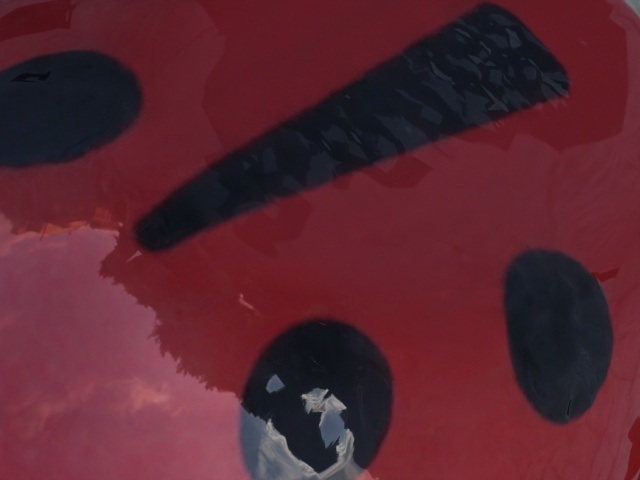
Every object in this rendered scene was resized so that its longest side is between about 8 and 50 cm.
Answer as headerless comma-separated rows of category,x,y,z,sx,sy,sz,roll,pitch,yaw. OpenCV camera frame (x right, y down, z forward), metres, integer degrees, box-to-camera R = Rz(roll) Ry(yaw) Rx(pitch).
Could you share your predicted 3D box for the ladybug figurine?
ladybug figurine,0.000,0.000,0.542,0.305,0.449,0.162,46,127,6
